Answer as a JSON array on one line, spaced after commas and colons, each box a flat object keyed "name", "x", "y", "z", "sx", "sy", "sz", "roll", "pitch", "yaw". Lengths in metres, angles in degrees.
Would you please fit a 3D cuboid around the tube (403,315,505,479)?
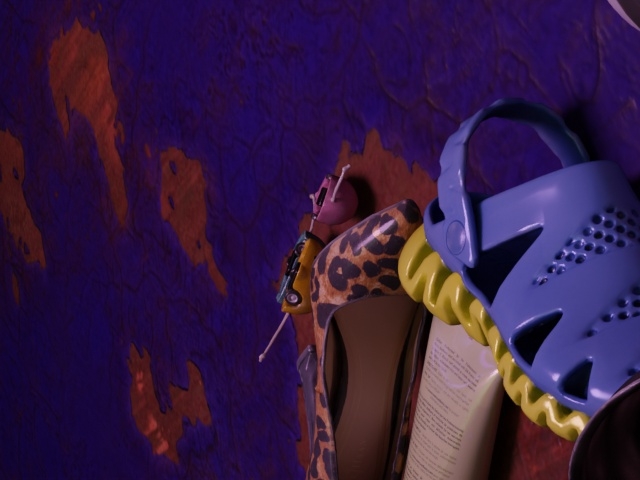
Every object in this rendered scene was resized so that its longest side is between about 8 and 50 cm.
[{"name": "tube", "x": 0.091, "y": 0.166, "z": 1.211, "sx": 0.070, "sy": 0.062, "sz": 0.240, "roll": 14, "pitch": 114, "yaw": 16}]

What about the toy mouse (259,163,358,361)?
[{"name": "toy mouse", "x": 0.000, "y": 0.000, "z": 1.317, "sx": 0.143, "sy": 0.031, "sz": 0.161, "roll": -81, "pitch": 13, "yaw": -65}]

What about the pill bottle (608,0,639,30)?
[{"name": "pill bottle", "x": 0.213, "y": -0.144, "z": 0.727, "sx": 0.283, "sy": 0.161, "sz": 0.161, "roll": 36, "pitch": 131, "yaw": 55}]

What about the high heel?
[{"name": "high heel", "x": 0.043, "y": 0.106, "z": 1.192, "sx": 0.261, "sy": 0.093, "sz": 0.186, "roll": 112, "pitch": 153, "yaw": -52}]

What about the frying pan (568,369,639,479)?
[{"name": "frying pan", "x": 0.235, "y": 0.064, "z": 0.770, "sx": 0.053, "sy": 0.197, "sz": 0.326, "roll": -81, "pitch": 8, "yaw": -45}]

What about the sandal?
[{"name": "sandal", "x": 0.146, "y": 0.016, "z": 0.971, "sx": 0.317, "sy": 0.126, "sz": 0.138, "roll": 38, "pitch": 128, "yaw": 51}]
